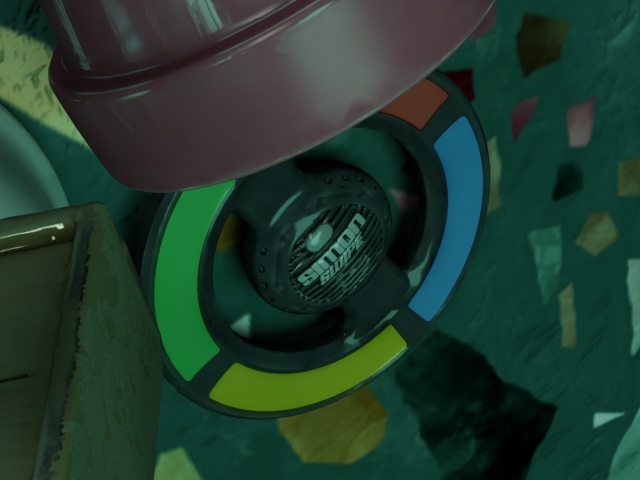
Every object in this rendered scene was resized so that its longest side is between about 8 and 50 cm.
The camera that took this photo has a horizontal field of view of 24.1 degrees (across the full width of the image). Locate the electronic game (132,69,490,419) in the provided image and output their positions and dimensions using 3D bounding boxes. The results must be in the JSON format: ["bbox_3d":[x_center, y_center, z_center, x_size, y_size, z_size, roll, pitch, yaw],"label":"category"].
[{"bbox_3d":[0.000,0.000,0.834,0.229,0.048,0.229,-18,127,-26],"label":"electronic game"}]

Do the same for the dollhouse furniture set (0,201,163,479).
[{"bbox_3d":[-0.224,-0.043,0.377,0.256,0.362,0.394,-13,126,7],"label":"dollhouse furniture set"}]

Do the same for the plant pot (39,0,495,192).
[{"bbox_3d":[-0.049,-0.148,0.618,0.201,0.201,0.180,-37,117,-11],"label":"plant pot"}]

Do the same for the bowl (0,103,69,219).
[{"bbox_3d":[-0.220,0.070,0.659,0.298,0.134,0.298,-18,126,-27],"label":"bowl"}]
